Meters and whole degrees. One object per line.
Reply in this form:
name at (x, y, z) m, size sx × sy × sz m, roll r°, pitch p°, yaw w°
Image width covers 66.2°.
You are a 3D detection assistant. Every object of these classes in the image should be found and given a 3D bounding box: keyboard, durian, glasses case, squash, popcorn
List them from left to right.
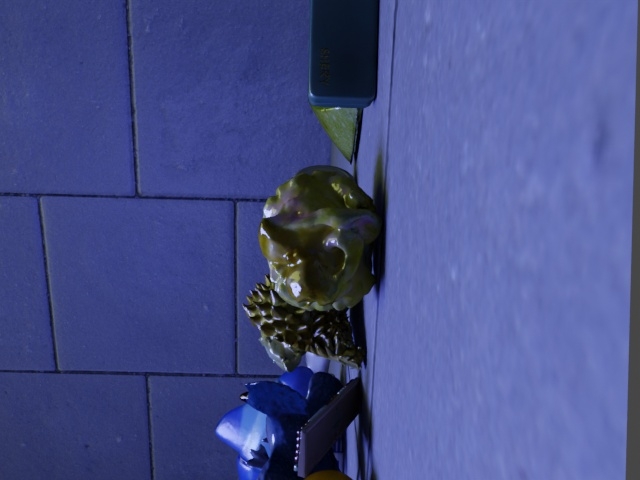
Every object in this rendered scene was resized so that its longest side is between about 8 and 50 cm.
durian at (-0.014, 0.110, 0.723) m, size 0.306 × 0.172 × 0.167 m, roll -152°, pitch 39°, yaw -81°
popcorn at (0.000, 0.000, 0.504) m, size 0.126 × 0.125 × 0.145 m, roll 47°, pitch -127°, yaw -78°
keyboard at (0.012, 0.214, 0.579) m, size 0.166 × 0.017 × 0.055 m, roll -11°, pitch -77°, yaw -65°
squash at (0.020, -0.221, 0.818) m, size 0.184 × 0.084 × 0.192 m, roll 94°, pitch 179°, yaw -53°
glasses case at (0.026, -0.249, 0.563) m, size 0.039 × 0.077 × 0.184 m, roll -173°, pitch 84°, yaw -86°

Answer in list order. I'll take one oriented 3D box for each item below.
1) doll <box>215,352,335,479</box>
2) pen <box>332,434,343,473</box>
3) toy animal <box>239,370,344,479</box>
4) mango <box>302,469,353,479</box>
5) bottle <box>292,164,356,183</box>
doll at (-0.048, 0.371, 0.961) m, size 0.365 × 0.186 × 0.377 m, roll -29°, pitch -74°, yaw -58°
pen at (0.031, 0.438, 0.917) m, size 0.025 × 0.025 × 0.205 m, roll 94°, pitch 178°, yaw -77°
toy animal at (-0.022, 0.266, 0.615) m, size 0.176 × 0.255 × 0.239 m, roll -33°, pitch 23°, yaw 48°
mango at (0.007, 0.310, 0.495) m, size 0.115 × 0.089 × 0.178 m, roll -67°, pitch -19°, yaw -50°
bottle at (0.002, -0.007, 0.861) m, size 0.110 × 0.109 × 0.234 m, roll -89°, pitch 1°, yaw -53°
